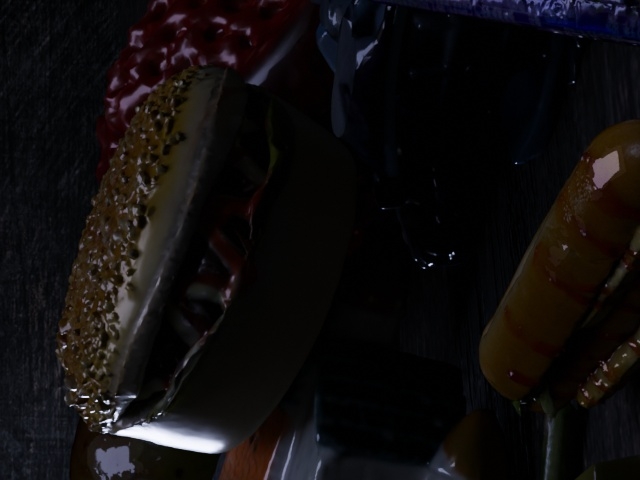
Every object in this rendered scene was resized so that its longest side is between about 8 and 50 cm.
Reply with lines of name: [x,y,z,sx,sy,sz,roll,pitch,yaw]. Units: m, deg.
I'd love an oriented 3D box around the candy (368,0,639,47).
candy: [0.096,-0.172,1.047,0.312,0.061,0.088,16,112,37]

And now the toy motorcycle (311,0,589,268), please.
toy motorcycle: [0.077,-0.177,1.260,0.416,0.172,0.232,94,164,-47]

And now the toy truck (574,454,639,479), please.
toy truck: [0.192,0.210,0.797,0.127,0.127,0.257,121,145,-62]

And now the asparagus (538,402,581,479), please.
asparagus: [0.147,0.198,1.197,0.034,0.027,0.236,-113,28,-72]

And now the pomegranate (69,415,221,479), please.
pomegranate: [-0.085,0.219,1.825,0.291,0.323,0.291,-9,-90,-73]

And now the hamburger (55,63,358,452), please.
hamburger: [-0.096,0.013,1.337,0.302,0.170,0.302,-58,17,30]

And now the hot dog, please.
hot dog: [0.161,0.028,1.009,0.250,0.104,0.076,113,150,-46]

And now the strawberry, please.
strawberry: [-0.027,-0.120,1.571,0.345,0.295,0.317,-40,12,43]

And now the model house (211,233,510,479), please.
model house: [0.048,0.147,1.353,0.271,0.190,0.301,-126,49,-71]
